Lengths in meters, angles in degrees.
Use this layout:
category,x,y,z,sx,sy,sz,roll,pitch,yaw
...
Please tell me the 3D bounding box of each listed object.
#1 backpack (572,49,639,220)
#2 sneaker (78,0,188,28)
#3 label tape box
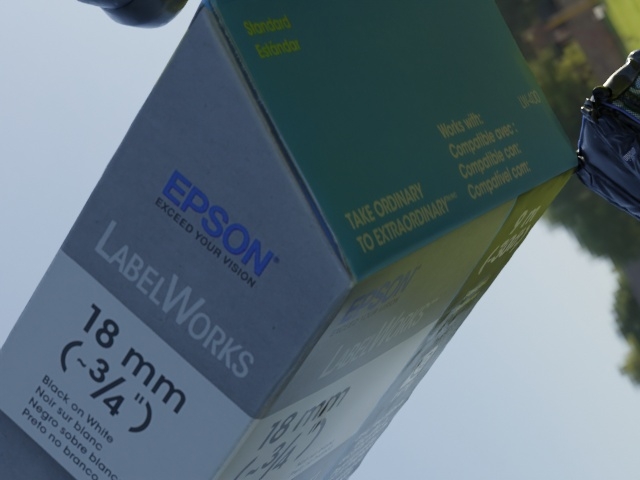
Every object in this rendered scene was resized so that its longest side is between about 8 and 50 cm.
category,x,y,z,sx,sy,sz,roll,pitch,yaw
backpack,0.211,-0.052,0.906,0.114,0.084,0.105,38,165,16
sneaker,-0.159,-0.197,0.883,0.106,0.101,0.267,15,-169,-37
label tape box,0.000,0.000,0.659,0.106,0.333,0.241,40,-153,14
